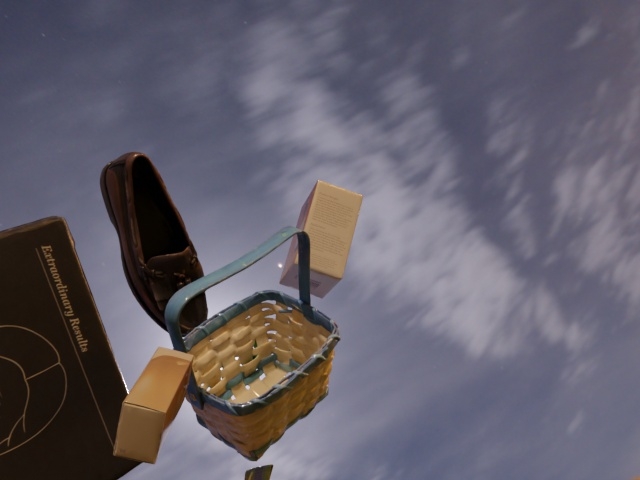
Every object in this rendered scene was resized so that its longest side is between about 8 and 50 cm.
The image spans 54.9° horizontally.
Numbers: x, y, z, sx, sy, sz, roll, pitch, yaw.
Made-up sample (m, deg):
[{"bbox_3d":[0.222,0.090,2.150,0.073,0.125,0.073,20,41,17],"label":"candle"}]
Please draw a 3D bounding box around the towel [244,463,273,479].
[{"bbox_3d":[-0.098,0.380,0.950,0.009,0.060,0.083,23,-38,-26],"label":"towel"}]

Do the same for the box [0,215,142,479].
[{"bbox_3d":[-0.424,0.179,0.612,0.395,0.211,0.294,-25,-78,-43],"label":"box"}]

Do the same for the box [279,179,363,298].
[{"bbox_3d":[0.000,0.000,1.130,0.130,0.090,0.171,126,162,-64],"label":"box"}]

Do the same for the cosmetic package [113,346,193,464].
[{"bbox_3d":[-0.161,0.158,0.606,0.041,0.115,0.060,14,-73,-3],"label":"cosmetic package"}]

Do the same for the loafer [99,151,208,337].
[{"bbox_3d":[-0.250,0.009,0.951,0.109,0.095,0.303,-26,-85,-37],"label":"loafer"}]

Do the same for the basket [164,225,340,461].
[{"bbox_3d":[-0.100,0.149,0.894,0.254,0.201,0.289,-30,-47,-41],"label":"basket"}]
